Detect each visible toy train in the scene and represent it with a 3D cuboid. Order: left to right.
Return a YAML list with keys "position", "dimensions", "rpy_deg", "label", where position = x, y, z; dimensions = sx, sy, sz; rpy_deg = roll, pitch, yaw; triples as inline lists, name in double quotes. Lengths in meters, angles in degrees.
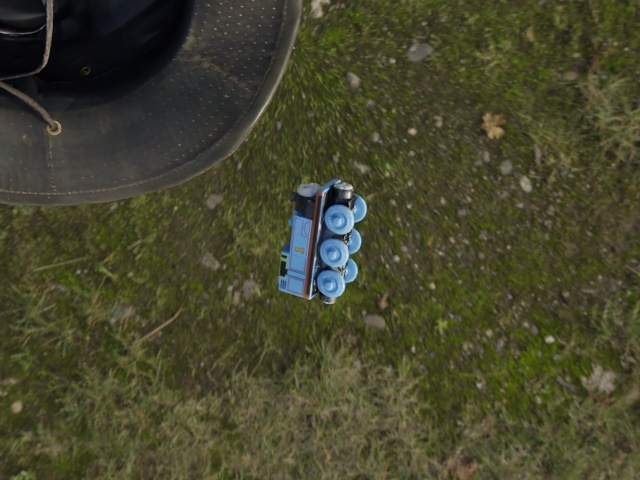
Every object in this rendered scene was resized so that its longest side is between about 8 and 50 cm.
- position: [0.000, 0.000, 1.113]
  dimensions: [0.105, 0.080, 0.184]
  rpy_deg: [15, 115, 17]
  label: "toy train"

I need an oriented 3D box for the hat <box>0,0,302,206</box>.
- position: [-0.183, -0.180, 0.537]
  dimensions: [0.331, 0.134, 0.332]
  rpy_deg: [-5, 113, -11]
  label: "hat"
